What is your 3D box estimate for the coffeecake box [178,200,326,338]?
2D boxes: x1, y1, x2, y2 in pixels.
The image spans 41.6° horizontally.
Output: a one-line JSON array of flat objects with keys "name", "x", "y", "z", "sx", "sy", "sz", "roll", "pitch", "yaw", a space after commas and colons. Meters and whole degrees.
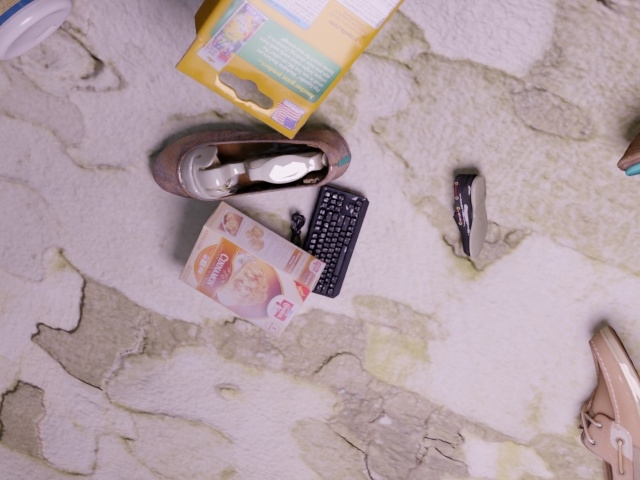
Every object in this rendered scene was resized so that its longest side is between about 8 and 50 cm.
[{"name": "coffeecake box", "x": -0.107, "y": 0.048, "z": 1.297, "sx": 0.186, "sy": 0.068, "sz": 0.142, "roll": 31, "pitch": 135, "yaw": -2}]

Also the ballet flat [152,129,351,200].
[{"name": "ballet flat", "x": -0.115, "y": -0.112, "z": 1.250, "sx": 0.316, "sy": 0.106, "sz": 0.107, "roll": -8, "pitch": 110, "yaw": 12}]

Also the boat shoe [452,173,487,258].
[{"name": "boat shoe", "x": 0.222, "y": -0.037, "z": 1.255, "sx": 0.042, "sy": 0.049, "sz": 0.132, "roll": 12, "pitch": 120, "yaw": 35}]

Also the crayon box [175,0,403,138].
[{"name": "crayon box", "x": -0.027, "y": -0.322, "z": 1.137, "sx": 0.203, "sy": 0.083, "sz": 0.323, "roll": 29, "pitch": 114, "yaw": -27}]

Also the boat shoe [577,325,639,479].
[{"name": "boat shoe", "x": 0.452, "y": 0.293, "z": 1.284, "sx": 0.110, "sy": 0.121, "sz": 0.341, "roll": -16, "pitch": 106, "yaw": 13}]

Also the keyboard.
[{"name": "keyboard", "x": 0.000, "y": 0.000, "z": 1.308, "sx": 0.108, "sy": 0.023, "sz": 0.180, "roll": 19, "pitch": 113, "yaw": 3}]

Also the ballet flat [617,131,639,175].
[{"name": "ballet flat", "x": 0.560, "y": -0.182, "z": 1.123, "sx": 0.343, "sy": 0.116, "sz": 0.124, "roll": -13, "pitch": 85, "yaw": 13}]

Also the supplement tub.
[{"name": "supplement tub", "x": -0.471, "y": -0.375, "z": 1.202, "sx": 0.144, "sy": 0.144, "sz": 0.199, "roll": -35, "pitch": 99, "yaw": 18}]
